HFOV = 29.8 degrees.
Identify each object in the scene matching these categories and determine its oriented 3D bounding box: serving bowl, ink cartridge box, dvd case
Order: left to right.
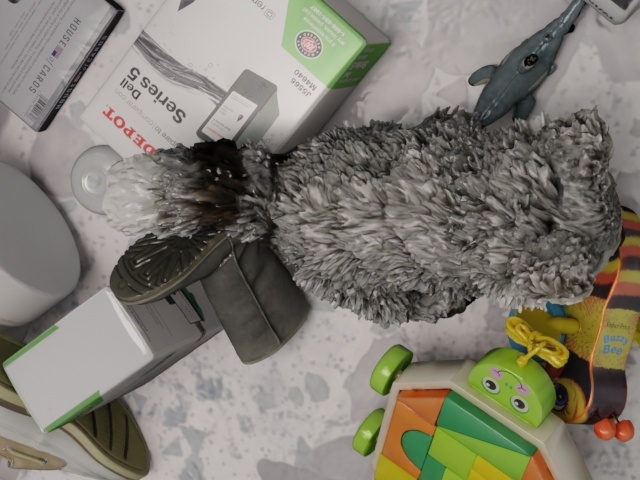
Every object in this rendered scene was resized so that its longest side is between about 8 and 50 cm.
[{"bbox_3d":[-0.365,-0.268,1.393,0.238,0.029,0.179,40,108,6],"label":"dvd case"},{"bbox_3d":[-0.256,-0.069,1.397,0.083,0.027,0.083,3,100,17],"label":"serving bowl"},{"bbox_3d":[-0.214,0.110,1.317,0.160,0.219,0.093,-35,85,18],"label":"ink cartridge box"},{"bbox_3d":[-0.092,-0.171,1.284,0.198,0.115,0.273,42,108,5],"label":"ink cartridge box"}]

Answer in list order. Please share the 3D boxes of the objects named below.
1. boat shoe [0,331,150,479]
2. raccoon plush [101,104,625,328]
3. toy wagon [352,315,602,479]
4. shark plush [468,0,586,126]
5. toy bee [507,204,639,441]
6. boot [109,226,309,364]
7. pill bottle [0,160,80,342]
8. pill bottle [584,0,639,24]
[{"bbox_3d":[-0.316,0.201,1.354,0.103,0.113,0.302,-31,134,16],"label":"boat shoe"},{"bbox_3d":[0.049,-0.010,1.062,0.446,0.299,0.216,-9,92,-16],"label":"raccoon plush"},{"bbox_3d":[0.163,0.212,1.215,0.267,0.068,0.344,33,141,20],"label":"toy wagon"},{"bbox_3d":[0.217,-0.175,1.217,0.161,0.067,0.073,-37,88,19],"label":"shark plush"},{"bbox_3d":[0.274,0.119,1.207,0.162,0.195,0.298,44,140,50],"label":"toy bee"},{"bbox_3d":[-0.110,0.059,1.265,0.189,0.208,0.076,-34,52,-16],"label":"boot"},{"bbox_3d":[-0.481,0.087,1.388,0.392,0.224,0.224,-34,89,20],"label":"pill bottle"},{"bbox_3d":[0.234,-0.330,1.152,0.245,0.130,0.130,41,108,7],"label":"pill bottle"}]
